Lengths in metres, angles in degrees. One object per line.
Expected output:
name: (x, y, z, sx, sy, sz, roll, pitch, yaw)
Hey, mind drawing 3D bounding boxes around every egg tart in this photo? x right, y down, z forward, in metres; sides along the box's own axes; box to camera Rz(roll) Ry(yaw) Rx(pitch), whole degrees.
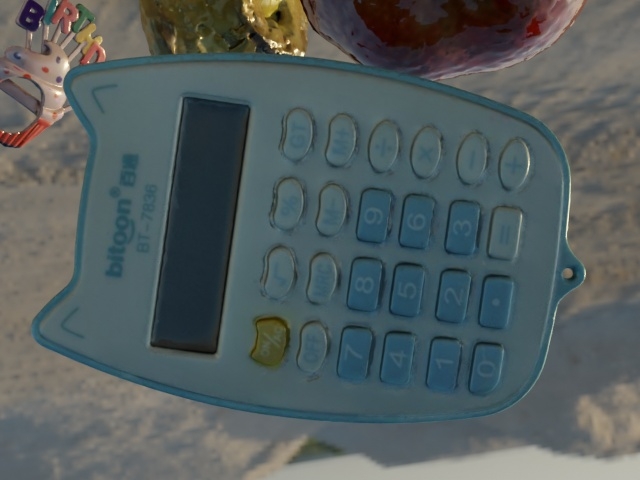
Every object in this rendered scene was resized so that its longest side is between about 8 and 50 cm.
egg tart: (-0.105, -0.297, 1.829, 0.129, 0.341, 0.341, -17, 169, 24)

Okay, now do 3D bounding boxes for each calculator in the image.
calculator: (0.000, 0.000, 1.057, 0.386, 0.256, 0.054, 8, -177, -2)

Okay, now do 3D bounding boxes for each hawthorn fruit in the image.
hawthorn fruit: (0.092, -0.274, 1.235, 0.287, 0.287, 0.330, -10, -167, 5)

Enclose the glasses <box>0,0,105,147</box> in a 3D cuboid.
glasses: (-0.325, -0.203, 1.476, 0.255, 0.162, 0.095, 40, 177, -39)
